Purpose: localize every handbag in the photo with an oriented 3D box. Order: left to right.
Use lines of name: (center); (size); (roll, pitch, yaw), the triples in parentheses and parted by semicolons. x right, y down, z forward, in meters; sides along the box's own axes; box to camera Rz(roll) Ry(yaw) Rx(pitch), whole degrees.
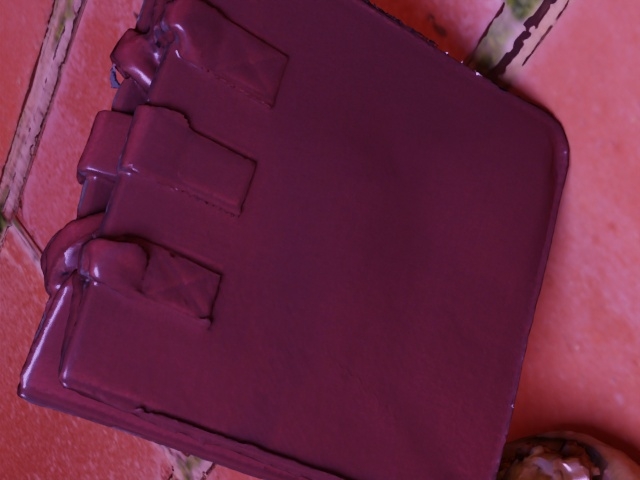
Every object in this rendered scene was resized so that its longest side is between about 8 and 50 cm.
handbag: (-0.001, 0.000, 0.713); (0.084, 0.275, 0.260); (-4, 67, 55)

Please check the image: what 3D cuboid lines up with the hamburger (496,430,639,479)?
hamburger: (0.113, 0.209, 0.826); (0.282, 0.155, 0.245); (-114, 35, -59)
